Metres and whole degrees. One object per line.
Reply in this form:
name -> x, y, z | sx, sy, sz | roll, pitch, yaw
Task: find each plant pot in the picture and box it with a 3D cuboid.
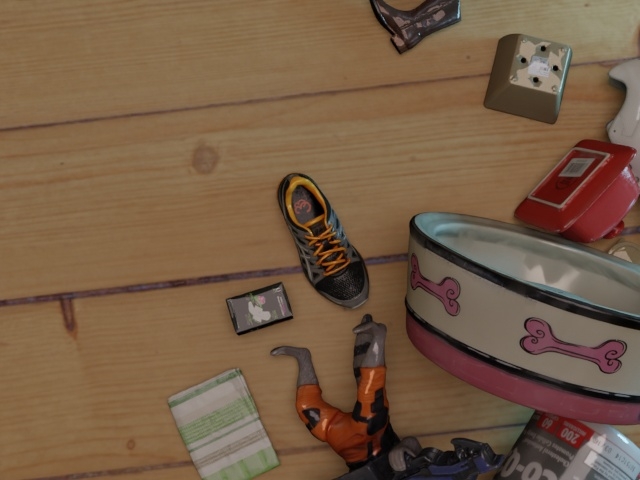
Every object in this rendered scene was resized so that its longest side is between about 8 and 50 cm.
plant pot -> 0.302, -0.238, 1.695 | 0.109, 0.096, 0.109 | 14, 83, 1

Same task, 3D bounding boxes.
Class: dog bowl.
dog bowl -> 0.290, 0.098, 1.524 | 0.408, 0.408, 0.150 | 17, 102, 1

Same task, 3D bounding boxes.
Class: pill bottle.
pill bottle -> 0.290, 0.364, 1.571 | 0.161, 0.161, 0.283 | 33, 81, 3

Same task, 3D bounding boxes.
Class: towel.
towel -> -0.135, 0.268, 1.675 | 0.113, 0.023, 0.152 | -24, 87, -1

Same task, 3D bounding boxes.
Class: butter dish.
butter dish -> 0.377, -0.050, 1.664 | 0.160, 0.160, 0.118 | -47, 109, -4

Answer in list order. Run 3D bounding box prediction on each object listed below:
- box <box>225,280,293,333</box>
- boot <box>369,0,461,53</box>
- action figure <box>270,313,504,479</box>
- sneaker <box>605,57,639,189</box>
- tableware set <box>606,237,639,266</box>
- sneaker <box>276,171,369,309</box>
box -> -0.084, 0.096, 1.671 | 0.083, 0.062, 0.052 | -17, 82, -2
boot -> 0.139, -0.341, 1.735 | 0.114, 0.037, 0.106 | -32, 98, -1
action figure -> 0.104, 0.264, 1.590 | 0.341, 0.178, 0.330 | -21, 91, 34
sneaker -> 0.474, -0.122, 1.695 | 0.129, 0.111, 0.297 | -4, 79, 15
tableware set -> 0.460, 0.085, 1.699 | 0.168, 0.020, 0.141 | 24, 86, 1
sneaker -> 0.000, 0.000, 1.673 | 0.084, 0.083, 0.215 | -31, 86, -5
